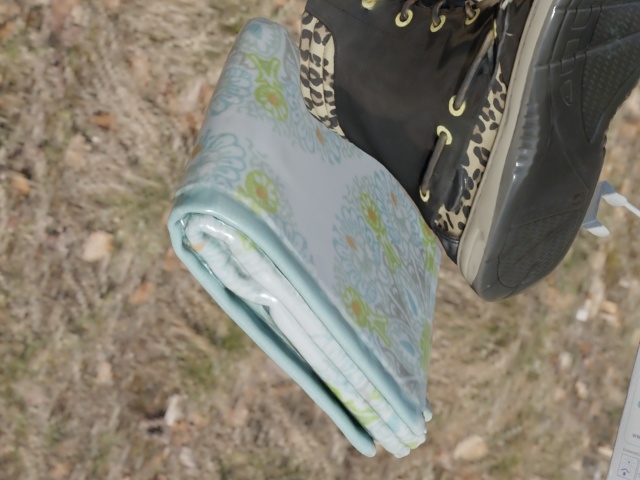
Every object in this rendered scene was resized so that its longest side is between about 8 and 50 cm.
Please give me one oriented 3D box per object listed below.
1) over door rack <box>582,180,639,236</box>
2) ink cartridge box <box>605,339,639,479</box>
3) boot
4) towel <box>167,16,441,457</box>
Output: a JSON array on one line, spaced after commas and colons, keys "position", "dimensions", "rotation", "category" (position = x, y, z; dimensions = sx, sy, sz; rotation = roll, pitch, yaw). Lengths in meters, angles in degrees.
[{"position": [0.466, -0.042, 1.364], "dimensions": [0.324, 0.239, 0.108], "rotation": [20, 62, -35], "category": "over door rack"}, {"position": [0.320, 0.053, 0.940], "dimensions": [0.065, 0.186, 0.311], "rotation": [12, 90, -33], "category": "ink cartridge box"}, {"position": [0.119, -0.175, 1.043], "dimensions": [0.138, 0.284, 0.377], "rotation": [-14, 131, -33], "category": "boot"}, {"position": [0.000, 0.000, 1.333], "dimensions": [0.374, 0.090, 0.320], "rotation": [52, 28, -30], "category": "towel"}]
